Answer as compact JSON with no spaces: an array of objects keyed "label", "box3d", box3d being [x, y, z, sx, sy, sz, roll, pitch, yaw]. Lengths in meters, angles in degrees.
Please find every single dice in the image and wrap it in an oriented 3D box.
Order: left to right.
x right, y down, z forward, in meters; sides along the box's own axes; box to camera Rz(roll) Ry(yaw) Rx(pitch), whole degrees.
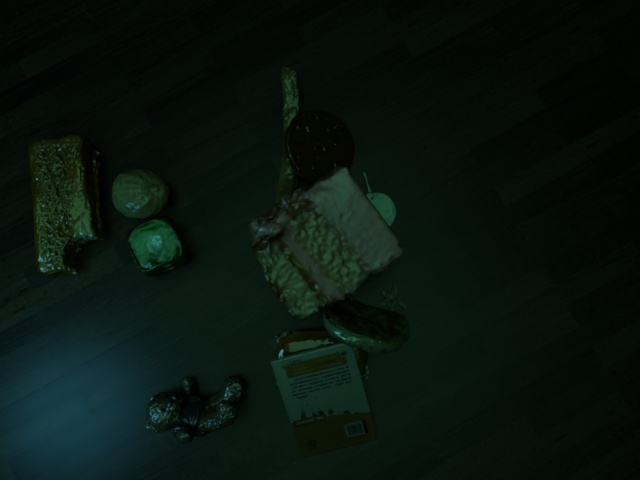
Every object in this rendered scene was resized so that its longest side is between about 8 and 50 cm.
[{"label":"dice","box3d":[-0.431,0.017,1.551,0.131,0.120,0.128,-26,81,-5]}]

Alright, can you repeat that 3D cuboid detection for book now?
[{"label":"book","box3d":[0.013,0.405,1.471,0.208,0.020,0.295,-14,108,3]}]

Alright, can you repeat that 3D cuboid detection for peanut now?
[{"label":"peanut","box3d":[-0.486,-0.128,1.577,0.159,0.109,0.140,-6,82,2]}]

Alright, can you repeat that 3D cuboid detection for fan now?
[{"label":"fan","box3d":[0.145,-0.109,1.615,0.113,0.005,0.175,-17,84,-1]}]

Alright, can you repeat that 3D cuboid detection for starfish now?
[{"label":"starfish","box3d":[0.194,0.156,1.572,0.092,0.016,0.086,30,85,10]}]

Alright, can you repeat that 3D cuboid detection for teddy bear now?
[{"label":"teddy bear","box3d":[-0.318,0.443,1.492,0.251,0.182,0.129,-3,118,0]}]

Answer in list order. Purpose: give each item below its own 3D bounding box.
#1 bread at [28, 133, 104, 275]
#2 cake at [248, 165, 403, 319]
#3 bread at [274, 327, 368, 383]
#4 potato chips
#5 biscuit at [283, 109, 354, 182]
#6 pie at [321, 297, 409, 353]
[{"label":"bread","box3d":[-0.682,-0.094,1.579,0.185,0.109,0.380,-6,83,-4]},{"label":"cake","box3d":[0.000,0.000,1.422,0.307,0.314,0.293,-34,98,0]},{"label":"bread","box3d":[0.002,0.297,1.512,0.241,0.107,0.136,-2,85,0]},{"label":"potato chips","box3d":[-0.084,-0.278,1.609,0.057,0.080,0.406,1,83,18]},{"label":"biscuit","box3d":[-0.001,-0.257,1.587,0.212,0.036,0.212,3,84,-27]},{"label":"pie","box3d":[0.111,0.206,1.473,0.241,0.240,0.054,18,111,3]}]
